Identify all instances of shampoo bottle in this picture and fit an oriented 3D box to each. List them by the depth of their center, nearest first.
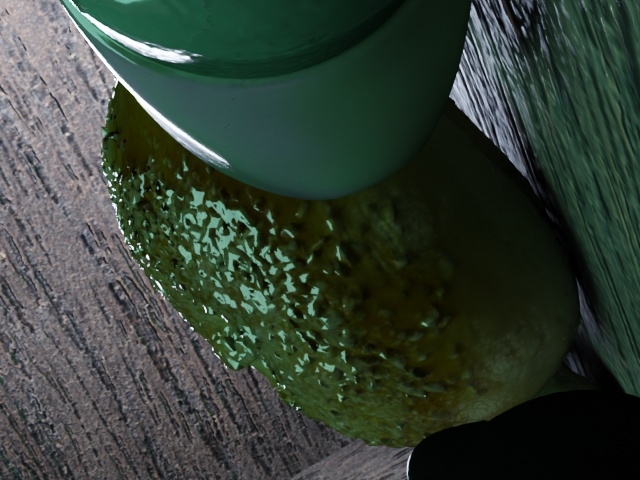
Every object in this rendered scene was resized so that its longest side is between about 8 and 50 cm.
[{"bbox_3d":[-0.028,-0.122,0.684,0.349,0.151,0.221,89,156,-89],"label":"shampoo bottle"}]

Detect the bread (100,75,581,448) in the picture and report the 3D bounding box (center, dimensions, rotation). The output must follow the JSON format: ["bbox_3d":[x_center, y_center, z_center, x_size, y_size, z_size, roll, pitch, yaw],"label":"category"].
[{"bbox_3d":[0.000,0.000,1.040,0.305,0.158,0.305,38,169,9],"label":"bread"}]

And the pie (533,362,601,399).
[{"bbox_3d":[0.183,0.189,1.185,0.339,0.077,0.339,60,177,4],"label":"pie"}]

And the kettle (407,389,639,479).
[{"bbox_3d":[0.158,0.189,0.860,0.221,0.161,0.236,21,149,41],"label":"kettle"}]
